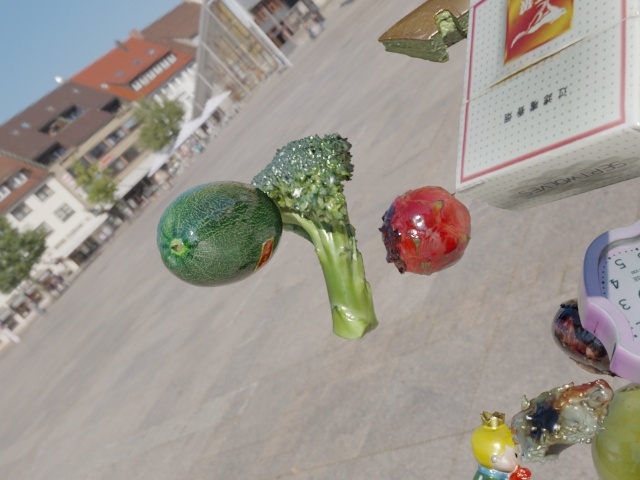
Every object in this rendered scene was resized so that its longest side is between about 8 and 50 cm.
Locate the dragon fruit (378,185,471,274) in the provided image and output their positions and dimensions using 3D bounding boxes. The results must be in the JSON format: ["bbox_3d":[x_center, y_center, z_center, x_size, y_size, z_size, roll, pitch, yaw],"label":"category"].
[{"bbox_3d":[0.271,-0.024,1.769,0.241,0.252,0.241,-171,90,-69],"label":"dragon fruit"}]

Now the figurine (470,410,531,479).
[{"bbox_3d":[0.426,0.521,1.565,0.185,0.127,0.234,14,92,54],"label":"figurine"}]

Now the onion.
[{"bbox_3d":[0.659,0.218,1.584,0.190,0.246,0.246,-71,17,-6],"label":"onion"}]

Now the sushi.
[{"bbox_3d":[0.353,0.276,1.034,0.226,0.097,0.103,-60,0,43],"label":"sushi"}]

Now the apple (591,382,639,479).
[{"bbox_3d":[0.855,0.520,1.673,0.357,0.357,0.357,-41,14,12],"label":"apple"}]

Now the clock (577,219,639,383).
[{"bbox_3d":[0.648,0.111,1.251,0.338,0.102,0.338,-5,52,7],"label":"clock"}]

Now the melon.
[{"bbox_3d":[-0.174,-0.011,1.168,0.182,0.182,0.288,-37,-9,27],"label":"melon"}]

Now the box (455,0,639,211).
[{"bbox_3d":[0.238,-0.210,0.641,0.210,0.095,0.330,-19,61,60],"label":"box"}]

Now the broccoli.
[{"bbox_3d":[0.003,-0.021,1.404,0.275,0.397,0.353,-18,30,18],"label":"broccoli"}]

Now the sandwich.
[{"bbox_3d":[0.228,-0.390,1.219,0.244,0.088,0.090,-30,-24,11],"label":"sandwich"}]
